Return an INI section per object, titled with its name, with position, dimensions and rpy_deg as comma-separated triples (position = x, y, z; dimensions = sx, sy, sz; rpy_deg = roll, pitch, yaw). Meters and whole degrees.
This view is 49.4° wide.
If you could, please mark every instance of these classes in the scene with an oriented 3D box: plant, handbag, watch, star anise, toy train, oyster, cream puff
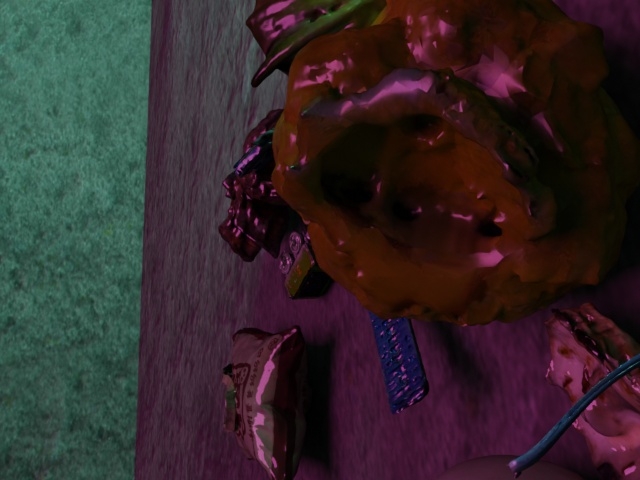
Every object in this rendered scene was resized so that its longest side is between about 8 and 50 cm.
[plant]
position = 0.044, -0.278, 0.728
dimensions = 0.333, 0.180, 0.251
rpy_deg = 152, 125, -63
[handbag]
position = -0.080, 0.228, 0.996
dimensions = 0.235, 0.127, 0.213
rpy_deg = 165, 106, -66
[watch]
position = 0.035, 0.002, 0.726
dimensions = 0.276, 0.068, 0.274
rpy_deg = 58, -168, -6
[star anise]
position = -0.091, -0.085, 1.044
dimensions = 0.223, 0.109, 0.236
rpy_deg = 146, 135, -65
[toy train]
position = 0.000, 0.000, 0.941
dimensions = 0.081, 0.060, 0.202
rpy_deg = 64, 142, 35
[oyster]
position = 0.235, 0.170, 0.407
dimensions = 0.345, 0.078, 0.129
rpy_deg = -118, 19, -46
[cream puff]
position = 0.091, -0.061, 0.500
dimensions = 0.185, 0.281, 0.282
rpy_deg = 2, -87, -79

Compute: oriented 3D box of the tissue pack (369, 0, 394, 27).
[tissue pack]
position = 0.098, -0.163, 0.674
dimensions = 0.178, 0.127, 0.123
rpy_deg = 132, 133, -54

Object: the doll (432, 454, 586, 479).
[doll]
position = 0.148, 0.279, 0.469
dimensions = 0.221, 0.221, 0.251
rpy_deg = -34, 28, 59

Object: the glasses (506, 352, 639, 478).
[glasses]
position = 0.214, 0.127, 0.327
dimensions = 0.088, 0.220, 0.190
rpy_deg = 62, -173, -52
